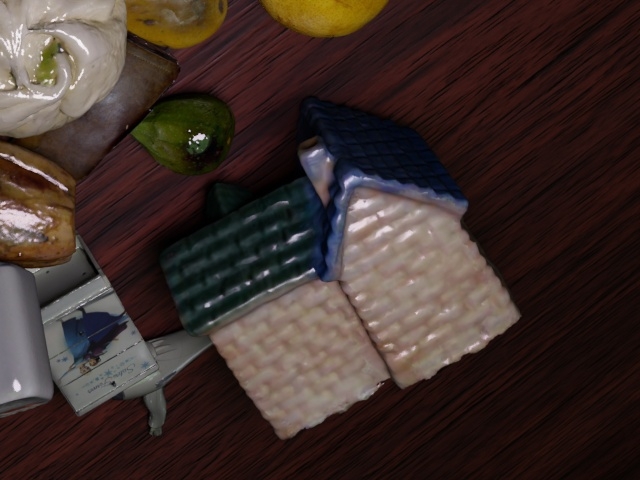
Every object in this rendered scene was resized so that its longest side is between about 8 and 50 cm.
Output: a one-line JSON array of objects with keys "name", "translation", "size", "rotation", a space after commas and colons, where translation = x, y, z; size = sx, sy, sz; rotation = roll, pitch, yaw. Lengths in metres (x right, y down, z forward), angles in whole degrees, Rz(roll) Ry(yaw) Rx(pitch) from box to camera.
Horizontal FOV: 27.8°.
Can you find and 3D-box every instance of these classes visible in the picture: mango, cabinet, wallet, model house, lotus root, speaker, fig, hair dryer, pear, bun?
[{"name": "mango", "translation": [-0.221, -0.327, 1.761], "size": [0.195, 0.098, 0.137], "rotation": [-3, 126, -24]}, {"name": "cabinet", "translation": [-0.365, 0.125, 1.949], "size": [0.145, 0.150, 0.206], "rotation": [-31, 131, -9]}, {"name": "wallet", "translation": [-0.313, -0.182, 1.811], "size": [0.255, 0.031, 0.137], "rotation": [-41, 139, 21]}, {"name": "model house", "translation": [0.000, 0.000, 1.978], "size": [0.445, 0.395, 0.400], "rotation": [-30, 121, 6]}, {"name": "lotus root", "translation": [-0.461, -0.061, 1.737], "size": [0.291, 0.193, 0.193], "rotation": [12, 114, -23]}, {"name": "speaker", "translation": [-0.570, 0.177, 1.740], "size": [0.406, 0.184, 0.183], "rotation": [-17, 169, 1]}, {"name": "fig", "translation": [-0.209, -0.159, 1.893], "size": [0.156, 0.123, 0.123], "rotation": [14, 120, 6]}, {"name": "hair dryer", "translation": [-0.236, 0.215, 2.152], "size": [0.219, 0.088, 0.225], "rotation": [-40, 146, -7]}, {"name": "pear", "translation": [-0.002, -0.386, 1.783], "size": [0.209, 0.209, 0.208], "rotation": [-16, 128, -22]}, {"name": "bun", "translation": [-0.358, -0.231, 1.616], "size": [0.259, 0.160, 0.259], "rotation": [-20, 135, -21]}]
